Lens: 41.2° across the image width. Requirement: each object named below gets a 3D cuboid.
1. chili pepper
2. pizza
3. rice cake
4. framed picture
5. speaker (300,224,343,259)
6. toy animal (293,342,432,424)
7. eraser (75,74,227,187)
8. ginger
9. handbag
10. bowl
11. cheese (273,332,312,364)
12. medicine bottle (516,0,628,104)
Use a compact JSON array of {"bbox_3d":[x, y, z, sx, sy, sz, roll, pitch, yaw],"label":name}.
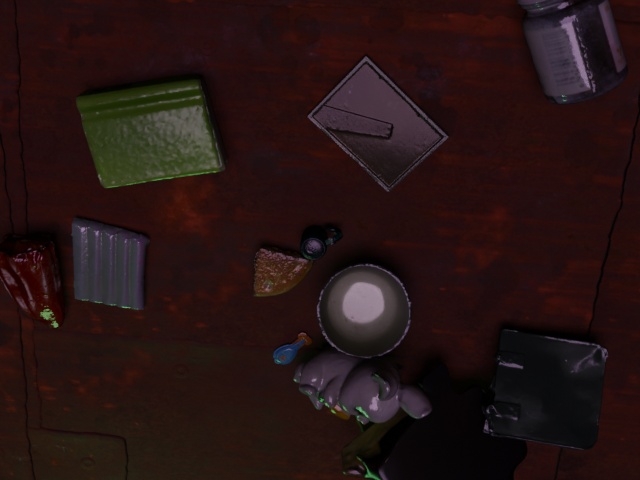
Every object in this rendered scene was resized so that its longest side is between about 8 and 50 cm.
[{"bbox_3d":[-0.663,0.101,1.955,0.144,0.136,0.252,-15,123,-19],"label":"chili pepper"},{"bbox_3d":[-0.102,0.062,1.932,0.131,0.041,0.178,41,110,-17],"label":"pizza"},{"bbox_3d":[-0.484,0.058,1.957,0.189,0.037,0.198,13,114,-2],"label":"rice cake"},{"bbox_3d":[0.121,-0.241,1.797,0.250,0.016,0.184,41,111,-13],"label":"framed picture"},{"bbox_3d":[-0.001,-0.005,1.877,0.094,0.075,0.060,-40,107,18],"label":"speaker"},{"bbox_3d":[0.089,0.326,1.915,0.208,0.154,0.325,34,153,-28],"label":"toy animal"},{"bbox_3d":[-0.349,-0.231,1.792,0.274,0.092,0.210,-9,112,9],"label":"eraser"},{"bbox_3d":[0.272,0.486,2.033,0.414,0.211,0.358,23,80,-9],"label":"ginger"},{"bbox_3d":[0.508,0.339,1.942,0.260,0.079,0.247,10,82,1],"label":"handbag"},{"bbox_3d":[0.095,0.149,1.904,0.212,0.112,0.211,0,95,-1],"label":"bowl"},{"bbox_3d":[-0.069,0.260,2.032,0.111,0.017,0.047,-39,109,18],"label":"cheese"},{"bbox_3d":[0.470,-0.412,1.619,0.165,0.165,0.273,-19,110,12],"label":"medicine bottle"}]
